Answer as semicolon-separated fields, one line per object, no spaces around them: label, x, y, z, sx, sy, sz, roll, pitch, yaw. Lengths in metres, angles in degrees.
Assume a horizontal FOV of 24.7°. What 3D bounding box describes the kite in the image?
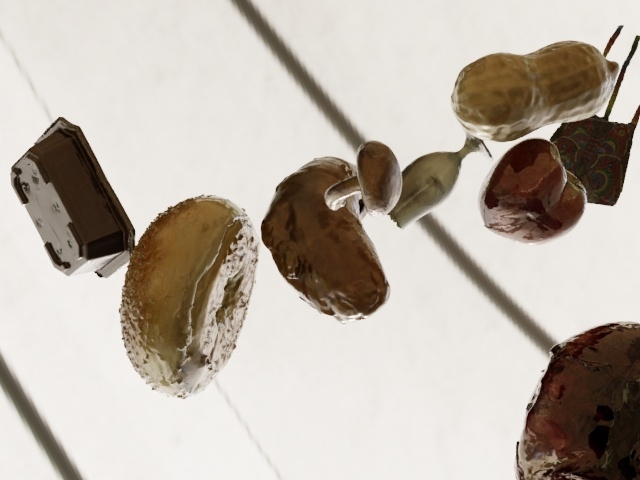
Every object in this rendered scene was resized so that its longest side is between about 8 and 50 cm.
kite;0.437;-0.191;2.224;0.152;0.285;0.015;20;-161;-11

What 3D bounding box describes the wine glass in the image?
wine glass;0.210;-0.117;2.695;0.222;0.103;0.103;-40;-154;-1

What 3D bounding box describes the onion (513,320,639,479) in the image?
onion;0.395;0.252;1.871;0.314;0.314;0.232;-34;-166;-29

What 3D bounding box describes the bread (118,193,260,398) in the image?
bread;-0.200;0.078;2.154;0.159;0.305;0.305;15;-146;11

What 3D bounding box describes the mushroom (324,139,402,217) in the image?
mushroom;0.054;-0.065;1.670;0.073;0.088;0.129;-10;171;-28

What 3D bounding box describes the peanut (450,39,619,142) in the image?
peanut;0.295;-0.205;2.004;0.298;0.120;0.136;-14;-179;-33

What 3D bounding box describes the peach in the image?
peach;0.290;-0.060;2.043;0.152;0.152;0.152;-16;-155;7

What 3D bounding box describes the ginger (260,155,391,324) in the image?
ginger;0.000;0.000;2.077;0.172;0.165;0.321;0;-141;-6

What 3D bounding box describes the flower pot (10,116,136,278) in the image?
flower pot;-0.396;-0.053;2.273;0.084;0.250;0.179;-27;177;-37
